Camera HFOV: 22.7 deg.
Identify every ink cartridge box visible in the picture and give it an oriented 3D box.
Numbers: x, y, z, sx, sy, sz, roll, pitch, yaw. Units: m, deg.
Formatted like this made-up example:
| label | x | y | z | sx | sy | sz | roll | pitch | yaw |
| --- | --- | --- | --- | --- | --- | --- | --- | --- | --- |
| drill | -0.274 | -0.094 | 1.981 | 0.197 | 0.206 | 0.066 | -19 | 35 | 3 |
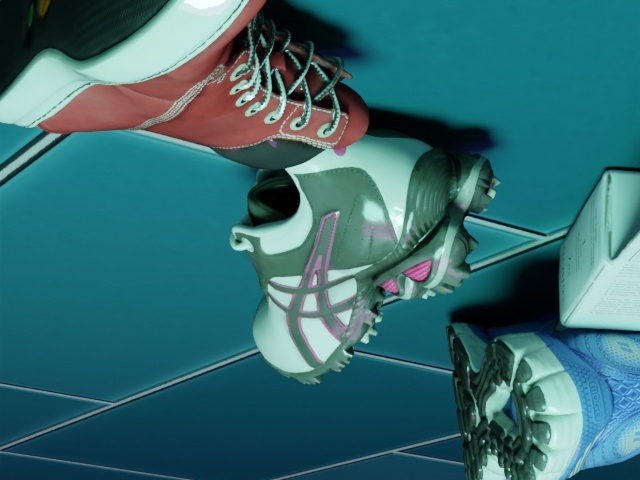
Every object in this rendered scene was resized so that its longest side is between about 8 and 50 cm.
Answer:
| label | x | y | z | sx | sy | sz | roll | pitch | yaw |
| --- | --- | --- | --- | --- | --- | --- | --- | --- | --- |
| ink cartridge box | 0.308 | -0.001 | 0.918 | 0.296 | 0.066 | 0.261 | 3 | 162 | -2 |

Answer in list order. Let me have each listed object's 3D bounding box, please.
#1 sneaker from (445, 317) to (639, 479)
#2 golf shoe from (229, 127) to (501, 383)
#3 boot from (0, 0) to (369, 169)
| label | x | y | z | sx | sy | sz | roll | pitch | yaw |
| --- | --- | --- | --- | --- | --- | --- | --- | --- | --- |
| sneaker | 0.178 | 0.114 | 1.143 | 0.147 | 0.130 | 0.330 | -7 | 180 | -7 |
| golf shoe | 0.000 | 0.000 | 0.955 | 0.120 | 0.105 | 0.273 | 24 | 151 | -12 |
| boot | -0.031 | -0.087 | 0.691 | 0.176 | 0.088 | 0.244 | 12 | 168 | -25 |
